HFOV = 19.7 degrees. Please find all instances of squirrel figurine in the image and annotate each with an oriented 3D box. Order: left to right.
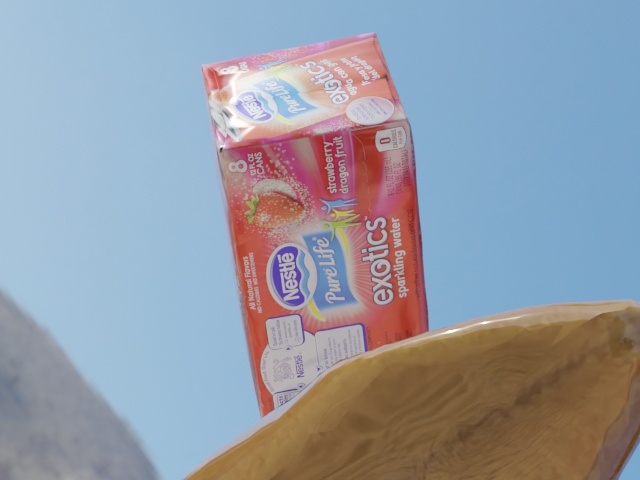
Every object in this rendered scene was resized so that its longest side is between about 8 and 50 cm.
[{"bbox_3d":[0.016,0.220,0.921,0.370,0.397,0.281,47,35,-73],"label":"squirrel figurine"}]

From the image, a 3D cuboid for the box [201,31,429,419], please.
[{"bbox_3d":[0.000,0.000,1.281,0.122,0.128,0.256,-106,-173,-53],"label":"box"}]
